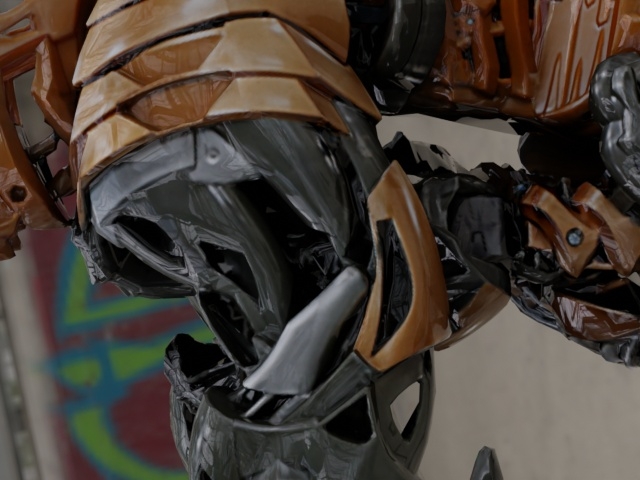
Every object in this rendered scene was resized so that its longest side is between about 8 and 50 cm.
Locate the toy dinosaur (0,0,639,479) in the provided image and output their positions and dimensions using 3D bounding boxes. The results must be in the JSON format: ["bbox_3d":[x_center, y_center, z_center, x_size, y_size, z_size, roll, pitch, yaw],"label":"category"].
[{"bbox_3d":[0.000,0.000,0.411,0.164,0.322,0.218,-24,-79,-73],"label":"toy dinosaur"}]
